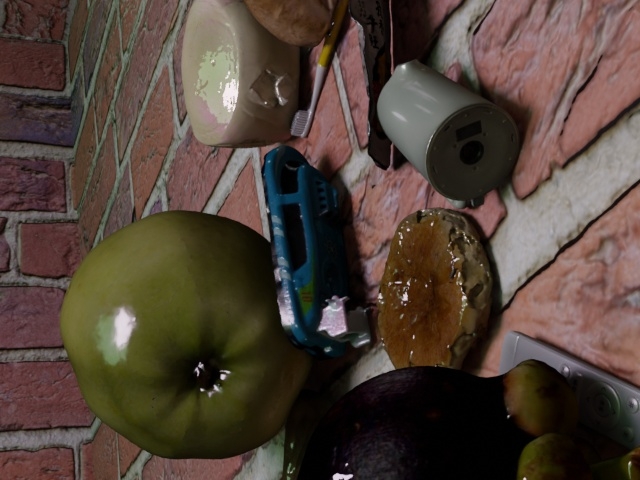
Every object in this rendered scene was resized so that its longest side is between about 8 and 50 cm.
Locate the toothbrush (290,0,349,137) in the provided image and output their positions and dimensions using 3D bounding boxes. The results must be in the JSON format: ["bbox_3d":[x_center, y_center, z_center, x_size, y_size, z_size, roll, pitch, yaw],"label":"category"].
[{"bbox_3d":[0.007,-0.264,1.263,0.021,0.024,0.288,-111,33,-47],"label":"toothbrush"}]

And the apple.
[{"bbox_3d":[-0.174,0.126,1.243,0.357,0.357,0.357,-178,90,-66],"label":"apple"}]

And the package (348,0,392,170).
[{"bbox_3d":[0.060,-0.209,1.037,0.154,0.030,0.239,24,-118,-75],"label":"package"}]

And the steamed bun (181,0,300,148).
[{"bbox_3d":[-0.104,-0.256,1.351,0.152,0.170,0.238,-6,85,50],"label":"steamed bun"}]

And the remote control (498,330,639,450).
[{"bbox_3d":[0.218,0.124,0.766,0.184,0.027,0.050,26,113,59],"label":"remote control"}]

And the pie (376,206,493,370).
[{"bbox_3d":[0.119,0.063,0.964,0.195,0.046,0.195,-179,90,-65],"label":"pie"}]

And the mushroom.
[{"bbox_3d":[-0.045,-0.410,1.213,0.156,0.151,0.285,-168,86,-68],"label":"mushroom"}]

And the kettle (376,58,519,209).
[{"bbox_3d":[0.129,-0.106,0.922,0.098,0.127,0.148,-48,32,7],"label":"kettle"}]

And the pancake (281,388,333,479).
[{"bbox_3d":[-0.015,0.314,1.234,0.242,0.050,0.242,-177,90,-65],"label":"pancake"}]

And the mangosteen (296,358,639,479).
[{"bbox_3d":[0.128,0.224,0.725,0.302,0.275,0.275,-25,60,25],"label":"mangosteen"}]

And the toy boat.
[{"bbox_3d":[0.000,0.000,1.186,0.092,0.134,0.299,-22,60,24],"label":"toy boat"}]
